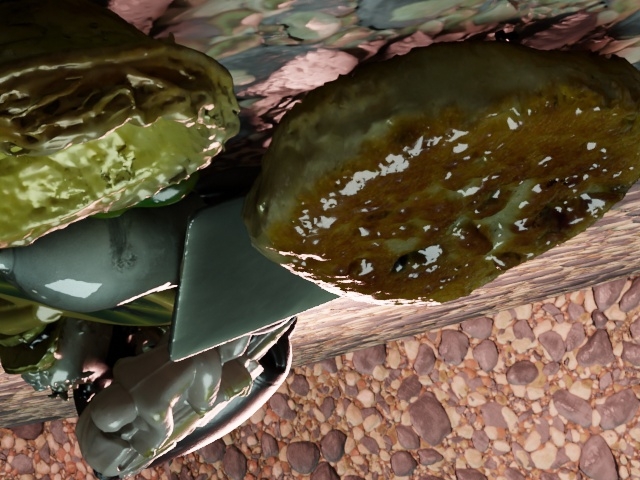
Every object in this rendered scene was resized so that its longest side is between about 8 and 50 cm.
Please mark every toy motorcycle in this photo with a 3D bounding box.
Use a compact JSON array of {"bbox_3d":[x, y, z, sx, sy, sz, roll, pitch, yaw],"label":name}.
[{"bbox_3d":[-0.165,0.163,1.315,0.341,0.108,0.223,-44,160,11],"label":"toy motorcycle"}]

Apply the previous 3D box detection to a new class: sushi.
[{"bbox_3d":[-0.252,0.120,1.374,0.139,0.131,0.291,-18,159,28],"label":"sushi"}]

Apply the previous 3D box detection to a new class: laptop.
[{"bbox_3d":[0.000,0.000,0.963,0.269,0.015,0.187,-20,147,-27],"label":"laptop"}]

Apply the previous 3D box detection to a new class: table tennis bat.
[{"bbox_3d":[-0.250,0.052,1.114,0.198,0.050,0.321,19,161,-29],"label":"table tennis bat"}]

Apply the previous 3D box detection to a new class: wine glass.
[{"bbox_3d":[-0.183,0.007,0.866,0.222,0.103,0.103,-8,170,-45],"label":"wine glass"}]

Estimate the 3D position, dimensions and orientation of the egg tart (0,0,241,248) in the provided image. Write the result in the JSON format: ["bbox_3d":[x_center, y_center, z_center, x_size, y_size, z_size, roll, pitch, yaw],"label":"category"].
[{"bbox_3d":[-0.141,-0.057,0.573,0.213,0.090,0.212,-16,169,-3],"label":"egg tart"}]

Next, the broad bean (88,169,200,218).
[{"bbox_3d":[-0.161,-0.041,0.775,0.070,0.048,0.213,-26,168,31],"label":"broad bean"}]

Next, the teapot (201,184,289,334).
[{"bbox_3d":[-0.068,0.000,1.048,0.116,0.148,0.146,-48,175,-31],"label":"teapot"}]

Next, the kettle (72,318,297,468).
[{"bbox_3d":[-0.160,0.162,1.627,0.290,0.207,0.268,-26,-165,28],"label":"kettle"}]

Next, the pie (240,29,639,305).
[{"bbox_3d":[0.098,-0.040,0.830,0.315,0.092,0.315,-15,155,-7],"label":"pie"}]
